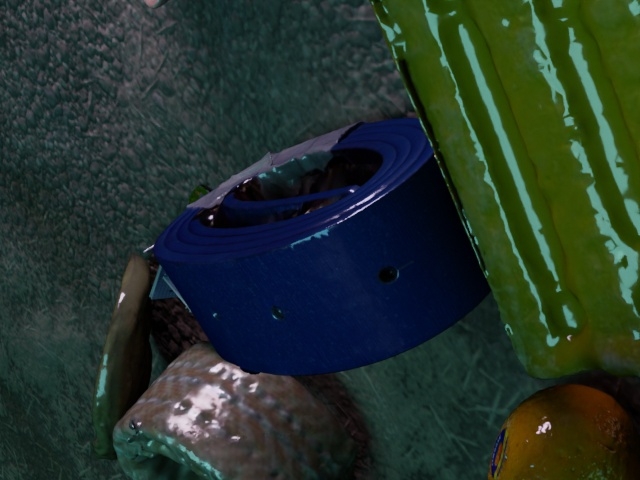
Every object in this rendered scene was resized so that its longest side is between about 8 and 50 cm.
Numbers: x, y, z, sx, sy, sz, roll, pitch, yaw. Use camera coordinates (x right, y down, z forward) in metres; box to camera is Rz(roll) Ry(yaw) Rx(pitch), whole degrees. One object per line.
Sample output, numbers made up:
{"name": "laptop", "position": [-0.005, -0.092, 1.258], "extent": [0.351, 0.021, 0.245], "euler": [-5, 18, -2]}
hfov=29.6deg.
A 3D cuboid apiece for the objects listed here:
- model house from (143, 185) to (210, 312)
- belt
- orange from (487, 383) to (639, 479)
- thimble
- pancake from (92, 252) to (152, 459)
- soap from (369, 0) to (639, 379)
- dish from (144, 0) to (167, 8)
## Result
{"name": "model house", "position": [-0.121, 0.040, 1.252], "extent": [0.167, 0.088, 0.117], "euler": [48, 140, 18]}
{"name": "belt", "position": [0.000, 0.000, 0.960], "extent": [0.117, 0.212, 0.347], "euler": [58, 157, -15]}
{"name": "orange", "position": [0.191, 0.176, 0.932], "extent": [0.135, 0.117, 0.136], "euler": [-172, 90, -84]}
{"name": "thimble", "position": [-0.091, 0.221, 1.244], "extent": [0.229, 0.148, 0.196], "euler": [33, 148, 16]}
{"name": "pancake", "position": [-0.208, 0.128, 1.351], "extent": [0.050, 0.242, 0.242], "euler": [11, 131, -3]}
{"name": "soap", "position": [0.200, -0.091, 0.735], "extent": [0.293, 0.156, 0.335], "euler": [-16, 99, 49]}
{"name": "dish", "position": [-0.145, -0.331, 1.063], "extent": [0.151, 0.077, 0.212], "euler": [44, 140, 25]}
